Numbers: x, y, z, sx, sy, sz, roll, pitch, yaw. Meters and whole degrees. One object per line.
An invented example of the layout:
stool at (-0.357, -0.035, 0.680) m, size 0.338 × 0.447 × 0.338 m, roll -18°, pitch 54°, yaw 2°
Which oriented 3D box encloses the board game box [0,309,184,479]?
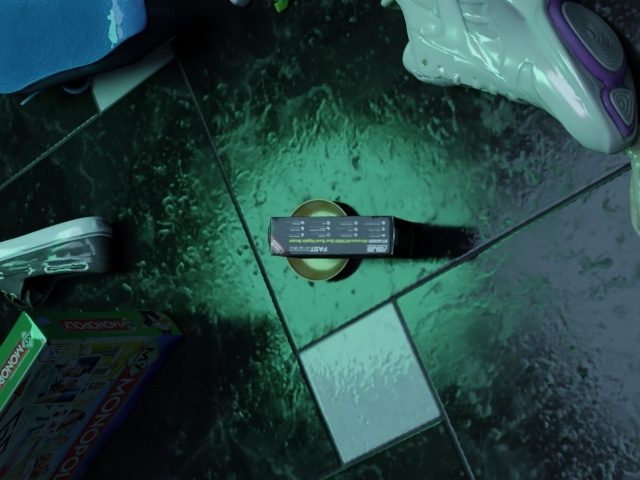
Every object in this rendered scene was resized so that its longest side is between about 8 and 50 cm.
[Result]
board game box at (-0.303, 0.206, 1.315) m, size 0.046 × 0.213 × 0.317 m, roll 45°, pitch 110°, yaw 26°

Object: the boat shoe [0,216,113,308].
boat shoe at (-0.329, 0.039, 1.425) m, size 0.228 × 0.080 × 0.076 m, roll -17°, pitch 77°, yaw 22°

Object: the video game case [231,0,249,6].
video game case at (-0.118, -0.415, 1.346) m, size 0.285 × 0.025 × 0.204 m, roll 45°, pitch 110°, yaw 26°

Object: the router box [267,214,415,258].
router box at (0.021, -0.002, 1.180) m, size 0.122 × 0.092 × 0.038 m, roll 0°, pitch 88°, yaw 17°

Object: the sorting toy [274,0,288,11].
sorting toy at (-0.033, -0.279, 1.284) m, size 0.062 × 0.012 × 0.083 m, roll 38°, pitch 108°, yaw 4°

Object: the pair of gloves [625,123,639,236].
pair of gloves at (0.371, -0.042, 1.013) m, size 0.240 × 0.042 × 0.204 m, roll -25°, pitch 71°, yaw 26°

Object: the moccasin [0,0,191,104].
moccasin at (-0.276, -0.217, 1.376) m, size 0.342 × 0.116 × 0.138 m, roll 9°, pitch 103°, yaw 44°

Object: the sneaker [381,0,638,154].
sneaker at (0.166, -0.170, 1.120) m, size 0.152 × 0.114 × 0.305 m, roll -52°, pitch 56°, yaw 28°

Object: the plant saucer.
plant saucer at (0.000, 0.000, 1.254) m, size 0.083 × 0.015 × 0.083 m, roll -2°, pitch 86°, yaw 31°
